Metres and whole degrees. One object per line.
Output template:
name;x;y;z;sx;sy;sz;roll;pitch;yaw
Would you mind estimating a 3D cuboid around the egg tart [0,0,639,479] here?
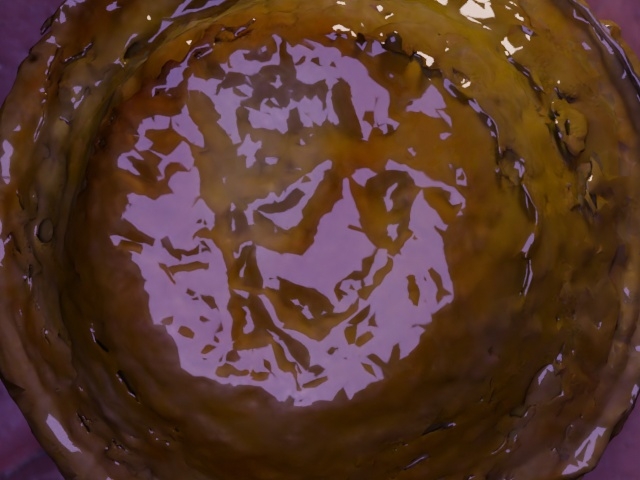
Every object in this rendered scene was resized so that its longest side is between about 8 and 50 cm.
egg tart;0.000;0.000;1.110;0.443;0.178;0.443;0;91;6
